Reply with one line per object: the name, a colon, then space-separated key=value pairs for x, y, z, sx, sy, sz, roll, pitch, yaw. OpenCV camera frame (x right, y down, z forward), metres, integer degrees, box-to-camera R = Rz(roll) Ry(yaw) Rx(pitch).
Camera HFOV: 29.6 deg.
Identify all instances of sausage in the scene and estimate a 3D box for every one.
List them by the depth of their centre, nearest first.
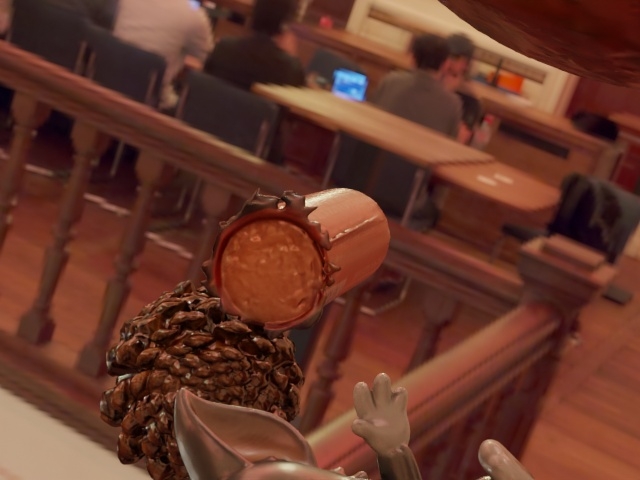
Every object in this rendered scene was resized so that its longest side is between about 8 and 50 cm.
sausage: x=0.000 y=0.000 z=0.462 sx=0.048 sy=0.050 sz=0.145 roll=-13 pitch=3 yaw=16

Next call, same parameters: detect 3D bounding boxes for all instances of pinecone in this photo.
pinecone: x=-0.123 y=0.145 z=1.299 sx=0.221 sy=0.221 sz=0.221 roll=19 pitch=15 yaw=-5

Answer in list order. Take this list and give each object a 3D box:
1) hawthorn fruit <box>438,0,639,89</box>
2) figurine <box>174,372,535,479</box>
hawthorn fruit: x=0.149 y=-0.193 z=0.476 sx=0.316 sy=0.316 sz=0.316 roll=19 pitch=15 yaw=-5
figurine: x=0.031 y=0.177 z=0.718 sx=0.265 sy=0.193 sz=0.140 roll=7 pitch=-12 yaw=-43
